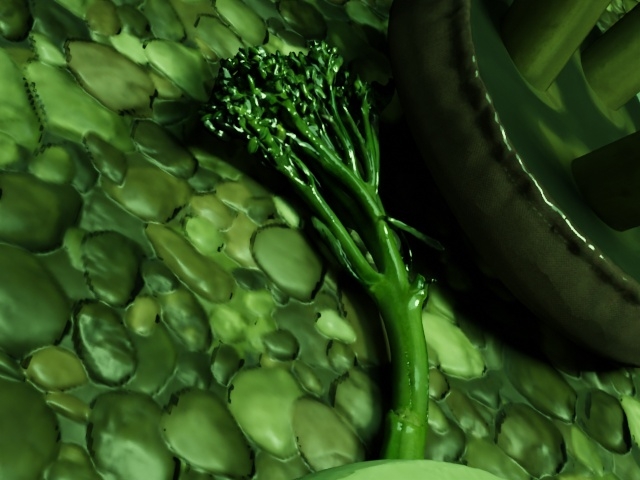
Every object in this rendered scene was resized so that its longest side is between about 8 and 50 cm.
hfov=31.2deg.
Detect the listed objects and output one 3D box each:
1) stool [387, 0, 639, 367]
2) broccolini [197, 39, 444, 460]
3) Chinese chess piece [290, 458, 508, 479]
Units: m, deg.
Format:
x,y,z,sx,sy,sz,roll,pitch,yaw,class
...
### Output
x,y,z,sx,sy,sz,roll,pitch,yaw,class
0.187,-0.081,0.652,0.272,0.178,0.272,34,37,-31,stool
0.002,0.007,0.534,0.123,0.062,0.271,13,51,-27,broccolini
0.036,0.195,0.364,0.250,0.101,0.250,24,44,-26,Chinese chess piece
